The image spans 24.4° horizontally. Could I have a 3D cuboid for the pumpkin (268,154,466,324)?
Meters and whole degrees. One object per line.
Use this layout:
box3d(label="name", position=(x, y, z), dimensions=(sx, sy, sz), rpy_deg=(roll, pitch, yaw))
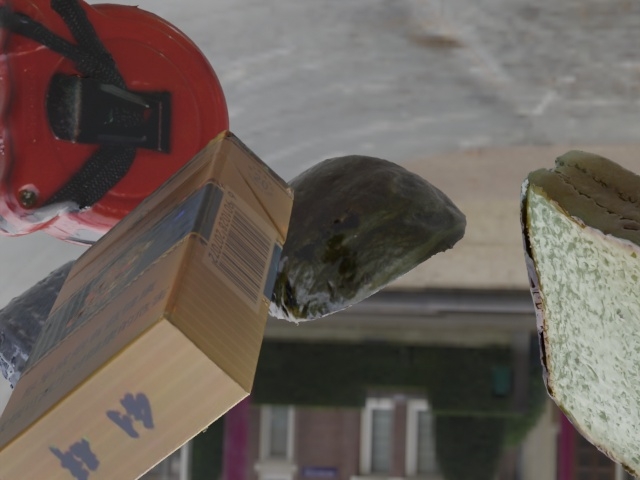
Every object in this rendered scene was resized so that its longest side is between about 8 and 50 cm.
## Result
box3d(label="pumpkin", position=(0.000, 0.000, 1.752), dimensions=(0.312, 0.148, 0.169), rpy_deg=(-26, -170, 26))

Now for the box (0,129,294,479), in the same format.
box3d(label="box", position=(-0.100, 0.045, 0.859), dimensions=(0.152, 0.070, 0.237), rpy_deg=(-39, -164, 21))

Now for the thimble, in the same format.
box3d(label="thimble", position=(-0.303, 0.154, 1.850), dimensions=(0.205, 0.172, 0.236), rpy_deg=(41, 161, 39))

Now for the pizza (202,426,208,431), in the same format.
box3d(label="pizza", position=(-0.171, 0.159, 1.672), dimensions=(0.026, 0.123, 0.108), rpy_deg=(-39, -165, 10))

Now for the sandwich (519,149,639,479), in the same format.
box3d(label="sandwich", position=(0.298, 0.083, 1.364), dimensions=(0.099, 0.301, 0.271), rpy_deg=(-24, -147, -16))

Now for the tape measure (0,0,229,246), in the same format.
box3d(label="tape measure", position=(-0.214, -0.120, 1.433), dimensions=(0.260, 0.253, 0.114), rpy_deg=(3, 170, -27))
